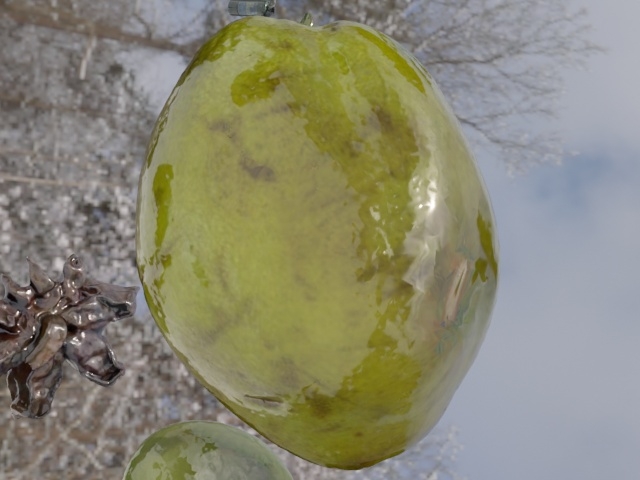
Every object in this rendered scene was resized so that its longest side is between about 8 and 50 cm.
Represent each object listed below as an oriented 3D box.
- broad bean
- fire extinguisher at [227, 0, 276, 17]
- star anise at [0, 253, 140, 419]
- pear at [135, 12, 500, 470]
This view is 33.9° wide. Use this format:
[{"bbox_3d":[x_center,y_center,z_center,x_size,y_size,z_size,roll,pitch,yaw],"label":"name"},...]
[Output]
[{"bbox_3d":[-0.115,0.345,1.278,0.119,0.291,0.238,-35,-163,42],"label":"broad bean"},{"bbox_3d":[-0.093,-0.339,1.524,0.083,0.025,0.038,11,-117,33],"label":"fire extinguisher"},{"bbox_3d":[-0.334,0.127,1.307,0.099,0.214,0.220,15,-104,62],"label":"star anise"},{"bbox_3d":[0.000,0.000,0.749,0.269,0.269,0.321,-3,-84,53],"label":"pear"}]
